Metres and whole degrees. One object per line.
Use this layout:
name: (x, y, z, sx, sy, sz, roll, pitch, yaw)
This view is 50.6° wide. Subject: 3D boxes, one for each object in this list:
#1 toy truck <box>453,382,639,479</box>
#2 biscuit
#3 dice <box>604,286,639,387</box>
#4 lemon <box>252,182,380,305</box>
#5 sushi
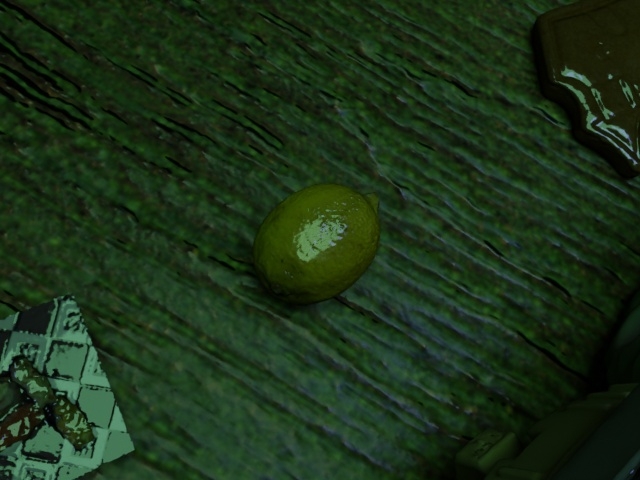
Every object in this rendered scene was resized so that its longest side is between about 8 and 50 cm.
toy truck: (0.240, 0.264, 0.376, 0.181, 0.254, 0.405, -37, 95, -18)
biscuit: (0.307, -0.144, 0.643, 0.182, 0.034, 0.215, -23, 77, -18)
dice: (0.414, 0.087, 0.429, 0.318, 0.322, 0.330, -39, 80, -21)
lemon: (0.000, 0.000, 0.504, 0.111, 0.082, 0.082, -40, 82, -17)
sushi: (-0.204, 0.113, 0.453, 0.126, 0.026, 0.120, -23, 79, -14)
